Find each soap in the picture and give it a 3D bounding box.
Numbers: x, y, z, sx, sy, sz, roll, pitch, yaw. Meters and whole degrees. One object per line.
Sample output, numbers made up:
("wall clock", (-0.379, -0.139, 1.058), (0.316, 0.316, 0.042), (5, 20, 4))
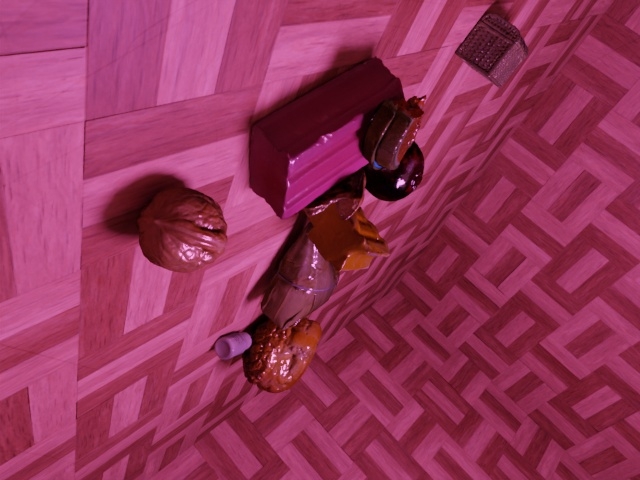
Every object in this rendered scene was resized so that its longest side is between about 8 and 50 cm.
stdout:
("soap", (0.069, -0.039, 1.448), (0.143, 0.259, 0.281), (-37, 164, 17))
("soap", (0.021, -0.225, 1.110), (0.360, 0.128, 0.233), (-37, 162, -25))

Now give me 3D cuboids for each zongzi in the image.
("zongzi", (-0.013, 0.068, 1.672), (0.356, 0.174, 0.392), (-29, 145, -59))

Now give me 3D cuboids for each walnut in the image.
("walnut", (-0.252, -0.020, 0.912), (0.155, 0.155, 0.184), (-48, 160, 8))

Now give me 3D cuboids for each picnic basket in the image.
("picnic basket", (0.519, -0.565, 1.479), (0.154, 0.134, 0.196), (-54, 160, 23))

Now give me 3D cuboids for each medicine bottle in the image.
("medicine bottle", (-0.309, 0.372, 1.782), (0.080, 0.080, 0.130), (-51, 162, 18))

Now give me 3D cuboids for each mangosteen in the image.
("mangosteen", (0.196, -0.211, 1.430), (0.210, 0.210, 0.210), (-40, 162, -16))

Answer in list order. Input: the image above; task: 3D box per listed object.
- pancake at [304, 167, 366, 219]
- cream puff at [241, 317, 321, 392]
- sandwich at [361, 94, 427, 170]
("pancake", (0.038, -0.129, 1.236), (0.257, 0.213, 0.056), (-43, 132, -32))
("cream puff", (-0.162, 0.410, 1.916), (0.343, 0.231, 0.327), (-49, -172, 38))
("sandwich", (0.164, -0.222, 1.092), (0.159, 0.079, 0.235), (-36, 164, -29))
